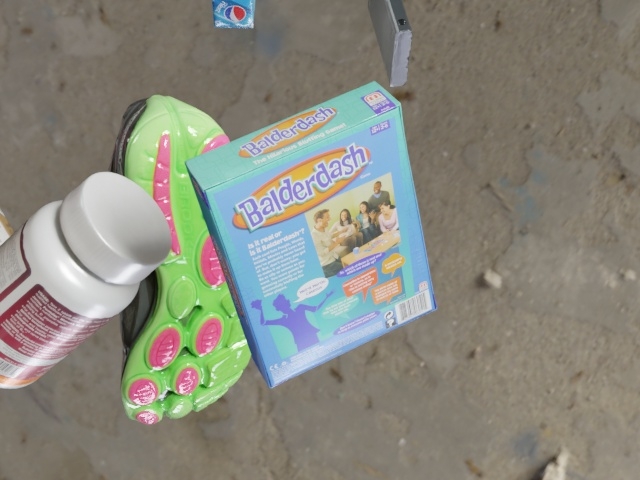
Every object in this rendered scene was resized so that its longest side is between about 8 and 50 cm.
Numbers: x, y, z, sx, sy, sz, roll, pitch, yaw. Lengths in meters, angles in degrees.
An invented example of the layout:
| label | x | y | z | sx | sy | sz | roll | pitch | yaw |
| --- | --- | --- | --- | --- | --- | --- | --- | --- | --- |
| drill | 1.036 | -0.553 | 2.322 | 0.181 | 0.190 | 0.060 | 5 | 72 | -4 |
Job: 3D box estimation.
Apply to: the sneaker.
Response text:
| label | x | y | z | sx | sy | sz | roll | pitch | yaw |
| --- | --- | --- | --- | --- | --- | --- | --- | --- | --- |
| sneaker | -0.194 | 0.031 | 1.401 | 0.202 | 0.185 | 0.483 | -130 | 41 | -53 |

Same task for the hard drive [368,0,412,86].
| label | x | y | z | sx | sy | sz | roll | pitch | yaw |
| --- | --- | --- | --- | --- | --- | --- | --- | --- | --- |
| hard drive | 0.083 | -0.267 | 1.278 | 0.022 | 0.135 | 0.094 | -8 | 146 | -6 |

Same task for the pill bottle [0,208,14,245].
| label | x | y | z | sx | sy | sz | roll | pitch | yaw |
| --- | --- | --- | --- | --- | --- | --- | --- | --- | --- |
| pill bottle | -0.527 | -0.049 | 1.473 | 0.131 | 0.131 | 0.229 | -23 | 100 | 44 |

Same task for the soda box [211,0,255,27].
| label | x | y | z | sx | sy | sz | roll | pitch | yaw |
| --- | --- | --- | --- | --- | --- | --- | --- | --- | --- |
| soda box | -0.140 | -0.452 | 1.760 | 0.067 | 0.210 | 0.071 | 0 | 146 | -1 |

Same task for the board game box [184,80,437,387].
| label | x | y | z | sx | sy | sz | roll | pitch | yaw |
| --- | --- | --- | --- | --- | --- | --- | --- | --- | --- |
| board game box | 0.000 | 0.000 | 0.828 | 0.047 | 0.160 | 0.210 | 52 | 162 | 48 |

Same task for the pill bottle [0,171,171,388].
| label | x | y | z | sx | sy | sz | roll | pitch | yaw |
| --- | --- | --- | --- | --- | --- | --- | --- | --- | --- |
| pill bottle | -0.247 | 0.038 | 0.991 | 0.221 | 0.121 | 0.121 | -37 | 95 | 28 |
